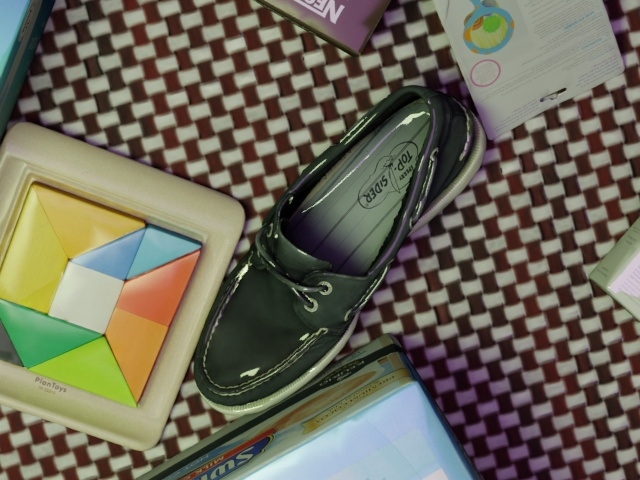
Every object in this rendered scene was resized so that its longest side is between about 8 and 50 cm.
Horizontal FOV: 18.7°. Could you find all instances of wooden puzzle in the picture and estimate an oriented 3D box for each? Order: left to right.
[{"bbox_3d":[-0.204,0.043,1.679,0.221,0.044,0.238,20,94,-11],"label":"wooden puzzle"}]

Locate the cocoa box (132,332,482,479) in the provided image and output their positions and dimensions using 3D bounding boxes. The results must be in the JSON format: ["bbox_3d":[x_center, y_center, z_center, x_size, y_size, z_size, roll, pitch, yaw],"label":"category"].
[{"bbox_3d":[-0.023,0.272,1.630,0.347,0.228,0.231,-29,97,1],"label":"cocoa box"}]

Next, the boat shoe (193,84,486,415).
[{"bbox_3d":[0.003,0.002,1.641,0.340,0.113,0.127,-44,67,2],"label":"boat shoe"}]

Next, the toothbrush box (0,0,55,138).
[{"bbox_3d":[-0.327,-0.099,1.582,0.126,0.216,0.295,23,94,-5],"label":"toothbrush box"}]

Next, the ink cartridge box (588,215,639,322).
[{"bbox_3d":[0.364,-0.008,1.693,0.134,0.078,0.231,41,93,-7],"label":"ink cartridge box"}]

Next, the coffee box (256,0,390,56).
[{"bbox_3d":[0.033,-0.293,1.636,0.141,0.098,0.246,28,94,-5],"label":"coffee box"}]

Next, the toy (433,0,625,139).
[{"bbox_3d":[0.162,-0.213,1.651,0.137,0.056,0.237,-27,131,-1],"label":"toy"}]
